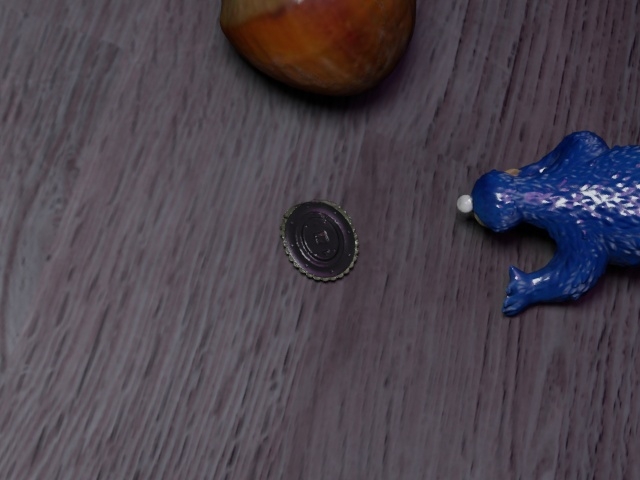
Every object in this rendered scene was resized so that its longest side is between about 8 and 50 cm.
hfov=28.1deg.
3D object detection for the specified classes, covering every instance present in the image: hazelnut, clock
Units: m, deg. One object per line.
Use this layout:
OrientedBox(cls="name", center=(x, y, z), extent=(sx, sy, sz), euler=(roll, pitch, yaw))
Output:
OrientedBox(cls="hazelnut", center=(0.007, -0.237, 1.224), extent=(0.214, 0.176, 0.214), euler=(1, 88, -35))
OrientedBox(cls="clock", center=(0.000, 0.000, 1.210), extent=(0.074, 0.010, 0.083), euler=(-13, 72, -19))

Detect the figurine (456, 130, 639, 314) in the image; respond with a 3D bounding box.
OrientedBox(cls="figurine", center=(0.266, -0.034, 1.233), extent=(0.262, 0.121, 0.164), euler=(-10, 74, -16))
